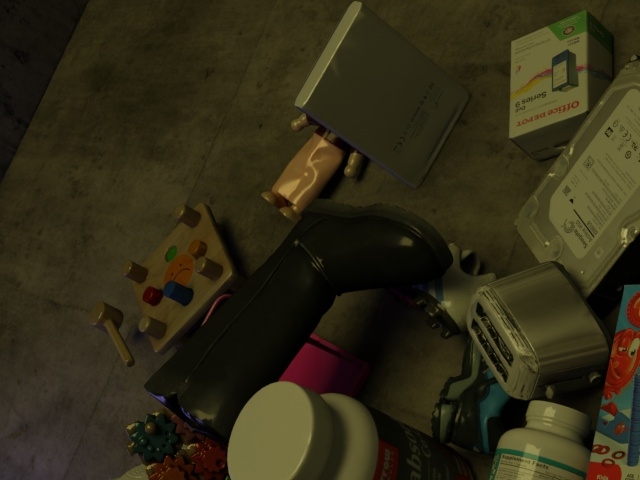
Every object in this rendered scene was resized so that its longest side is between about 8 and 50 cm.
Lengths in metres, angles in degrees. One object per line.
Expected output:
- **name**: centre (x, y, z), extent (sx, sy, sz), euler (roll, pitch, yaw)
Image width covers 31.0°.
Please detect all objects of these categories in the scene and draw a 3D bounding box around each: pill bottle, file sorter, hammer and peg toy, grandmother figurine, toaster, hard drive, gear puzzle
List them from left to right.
- **hammer and peg toy**: centre (-0.328, 0.120, 2.474), extent (0.361, 0.127, 0.266), euler (-46, 42, 16)
- **gear puzzle**: centre (-0.204, 0.443, 2.011), extent (0.175, 0.339, 0.044), euler (-26, 0, -6)
- **file sorter**: centre (-0.095, 0.240, 2.092), extent (0.290, 0.182, 0.202), euler (23, 84, 52)
- **grandmother figurine**: centre (0.020, -0.199, 2.338), extent (0.208, 0.104, 0.342), euler (40, 94, 24)
- **pill bottle**: centre (0.048, 0.351, 1.714), extent (0.210, 0.363, 0.210), euler (-26, 49, 34)
- **hard drive**: centre (0.118, -0.256, 2.080), extent (0.040, 0.318, 0.210), euler (27, 86, 52)
- **toaster**: centre (0.314, 0.129, 1.694), extent (0.129, 0.146, 0.227), euler (98, 151, -49)
- **pill bottle**: centre (0.301, 0.363, 1.608), extent (0.146, 0.146, 0.264), euler (2, 66, 48)
- **hard drive**: centre (0.446, -0.081, 1.743), extent (0.339, 0.064, 0.237), euler (-58, 34, 28)

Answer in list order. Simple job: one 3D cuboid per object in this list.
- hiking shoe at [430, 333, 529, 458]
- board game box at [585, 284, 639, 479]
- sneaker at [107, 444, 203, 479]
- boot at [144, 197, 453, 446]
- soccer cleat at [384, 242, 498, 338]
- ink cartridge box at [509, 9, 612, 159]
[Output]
- **hiking shoe**: centre (0.283, 0.200, 1.794), extent (0.132, 0.113, 0.304), euler (22, 68, 16)
- **board game box**: centre (0.525, 0.208, 1.514), extent (0.308, 0.086, 0.302), euler (-5, 63, 46)
- **sneaker**: centre (-0.255, 0.506, 2.130), extent (0.366, 0.210, 0.137), euler (-21, 28, -10)
- **boot**: centre (-0.037, 0.136, 1.842), extent (0.445, 0.146, 0.367), euler (-46, 26, -21)
- **soccer cleat**: centre (0.191, 0.052, 1.986), extent (0.143, 0.116, 0.331), euler (-37, 36, -8)
- **ink cartridge box**: centre (0.408, -0.260, 1.952), extent (0.154, 0.093, 0.212), euler (-18, 55, 39)
